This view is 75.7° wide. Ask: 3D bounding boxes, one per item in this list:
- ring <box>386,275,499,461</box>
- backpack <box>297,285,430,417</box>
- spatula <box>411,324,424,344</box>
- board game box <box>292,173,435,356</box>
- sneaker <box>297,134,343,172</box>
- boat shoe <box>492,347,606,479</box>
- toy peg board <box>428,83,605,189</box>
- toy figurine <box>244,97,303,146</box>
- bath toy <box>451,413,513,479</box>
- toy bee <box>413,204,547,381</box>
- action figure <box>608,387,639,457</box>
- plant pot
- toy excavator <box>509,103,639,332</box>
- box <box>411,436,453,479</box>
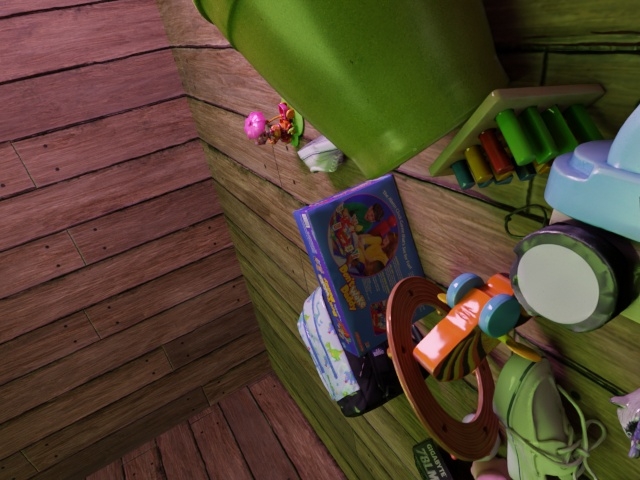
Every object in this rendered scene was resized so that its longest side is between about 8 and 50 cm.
[{"bbox_3d":[0.228,0.226,0.771,0.032,0.336,0.337,-33,81,35],"label":"ring"},{"bbox_3d":[0.090,0.274,1.164,0.273,0.290,0.356,-37,71,49],"label":"backpack"},{"bbox_3d":[0.228,0.217,1.115,0.297,0.030,0.084,56,155,24],"label":"spatula"},{"bbox_3d":[0.108,0.053,0.951,0.078,0.233,0.347,5,116,65],"label":"board game box"},{"bbox_3d":[0.027,-0.229,1.064,0.091,0.094,0.258,52,166,-16],"label":"sneaker"},{"bbox_3d":[0.409,0.356,0.717,0.156,0.135,0.367,29,141,56],"label":"boat shoe"},{"bbox_3d":[0.255,-0.111,0.529,0.161,0.161,0.079,119,139,-63],"label":"toy peg board"},{"bbox_3d":[-0.150,-0.336,1.230,0.130,0.159,0.173,51,154,32],"label":"toy figurine"},{"bbox_3d":[0.406,0.589,0.970,0.349,0.128,0.151,68,158,-4],"label":"bath toy"},{"bbox_3d":[0.298,0.120,0.673,0.162,0.298,0.195,34,-155,-33],"label":"toy bee"},{"bbox_3d":[0.481,0.295,0.440,0.330,0.178,0.342,39,118,57],"label":"action figure"},{"bbox_3d":[0.073,-0.294,0.592,0.353,0.366,0.366,54,159,-5],"label":"plant pot"},{"bbox_3d":[0.388,-0.081,0.258,0.433,0.222,0.446,35,135,49],"label":"toy excavator"},{"bbox_3d":[0.358,0.734,1.147,0.293,0.073,0.296,71,173,-50],"label":"box"}]
